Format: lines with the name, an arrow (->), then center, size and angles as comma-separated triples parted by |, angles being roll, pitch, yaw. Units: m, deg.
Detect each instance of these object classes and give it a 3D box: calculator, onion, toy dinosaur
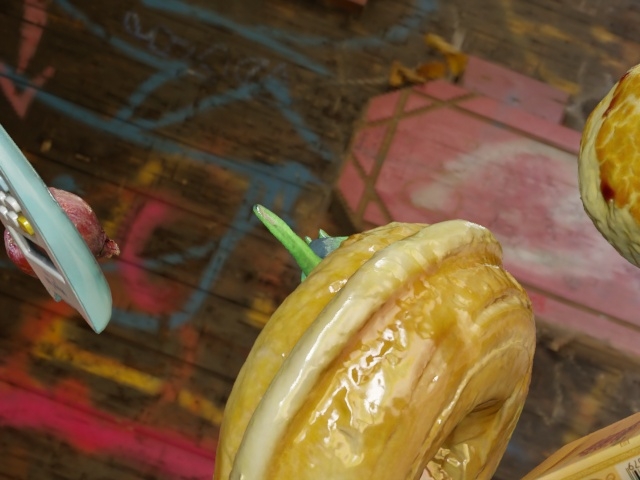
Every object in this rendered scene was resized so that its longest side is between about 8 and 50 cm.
calculator -> -0.391, -0.064, 1.348 | 0.054, 0.386, 0.256 | -39, 27, -18
onion -> -0.424, -0.003, 1.782 | 0.159, 0.195, 0.159 | -21, 61, 42
toy dinosaur -> 0.000, 0.000, 1.483 | 0.144, 0.500, 0.374 | -39, 43, 1

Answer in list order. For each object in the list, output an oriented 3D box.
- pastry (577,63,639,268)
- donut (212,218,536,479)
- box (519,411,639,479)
pastry -> 0.592, -0.128, 1.670 | 0.312, 0.389, 0.388 | 57, -135, -46
donut -> 0.057, 0.183, 1.072 | 0.449, 0.198, 0.448 | -38, -34, -33
box -> 0.336, 0.220, 1.091 | 0.274, 0.076, 0.174 | -36, -14, 37
